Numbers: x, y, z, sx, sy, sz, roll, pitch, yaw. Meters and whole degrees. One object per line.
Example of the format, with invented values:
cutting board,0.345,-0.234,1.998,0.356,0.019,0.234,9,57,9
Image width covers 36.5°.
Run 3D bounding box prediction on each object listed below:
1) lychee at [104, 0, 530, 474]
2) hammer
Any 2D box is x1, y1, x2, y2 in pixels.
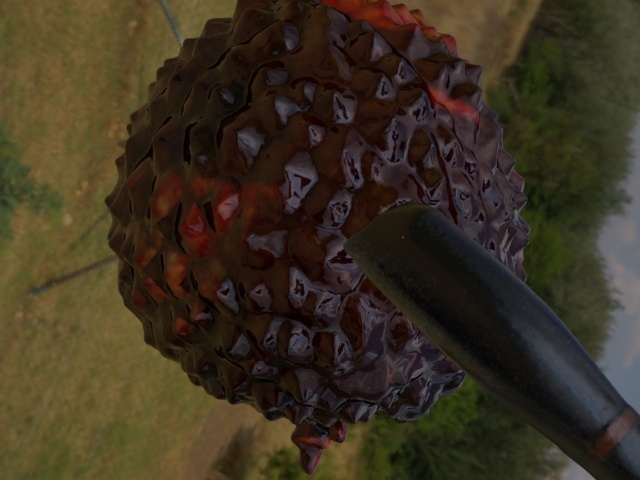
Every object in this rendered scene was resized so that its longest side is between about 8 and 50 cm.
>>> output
lychee,0.000,0.000,0.968,0.424,0.424,0.500,-47,142,-63
hammer,0.121,0.092,0.335,0.037,0.290,0.137,-43,168,-14
